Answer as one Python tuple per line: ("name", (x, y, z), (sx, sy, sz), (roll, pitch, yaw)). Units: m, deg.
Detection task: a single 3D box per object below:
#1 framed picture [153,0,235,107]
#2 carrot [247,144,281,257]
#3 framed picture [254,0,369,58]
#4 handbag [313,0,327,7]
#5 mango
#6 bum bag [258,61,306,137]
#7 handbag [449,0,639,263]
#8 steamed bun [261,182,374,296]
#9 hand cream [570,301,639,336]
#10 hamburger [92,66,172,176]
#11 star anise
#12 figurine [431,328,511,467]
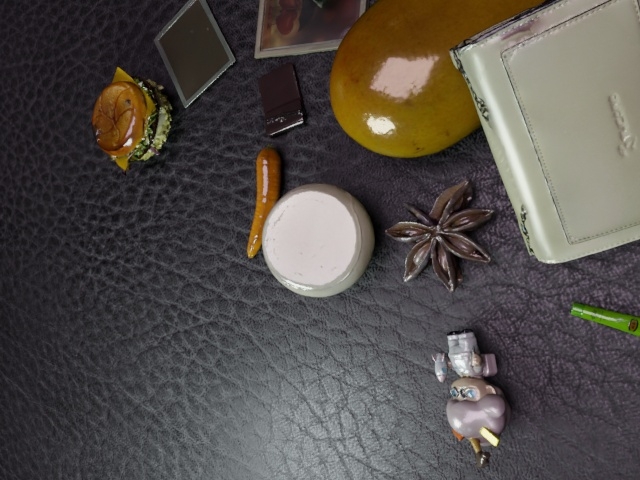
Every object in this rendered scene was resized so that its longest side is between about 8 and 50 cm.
("framed picture", (-0.336, -0.505, 1.310), (0.197, 0.014, 0.252), (-34, 72, 24))
("carrot", (-0.129, -0.087, 1.152), (0.066, 0.062, 0.271), (6, 95, -3))
("framed picture", (-0.022, -0.533, 1.131), (0.290, 0.020, 0.211), (6, 91, 29))
("handbag", (-0.015, -0.721, 1.051), (0.325, 0.163, 0.327), (48, 113, 30))
("mango", (0.221, -0.330, 0.868), (0.446, 0.232, 0.299), (-29, 71, 19))
("bum bag", (-0.094, -0.329, 1.158), (0.109, 0.026, 0.159), (-18, 79, 29))
("handbag", (0.367, -0.166, 0.723), (0.237, 0.160, 0.358), (-23, 107, 14))
("steamed bun", (0.000, 0.000, 1.021), (0.232, 0.145, 0.231), (0, 88, 15))
("hand cream", (0.479, 0.129, 0.813), (0.122, 0.023, 0.036), (16, 92, 25))
("hamburger", (-0.501, -0.312, 1.323), (0.261, 0.139, 0.243), (-48, 65, 19))
("star anise", (0.231, 0.001, 0.931), (0.212, 0.073, 0.196), (-19, 75, 30))
("figurine", (0.272, 0.273, 0.879), (0.137, 0.112, 0.228), (-30, 64, 54))
